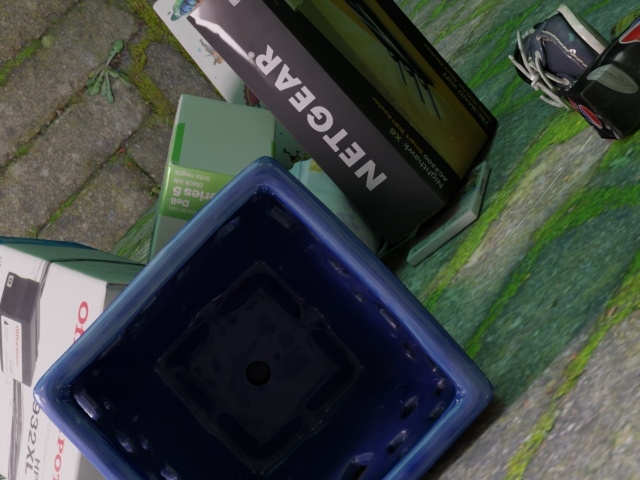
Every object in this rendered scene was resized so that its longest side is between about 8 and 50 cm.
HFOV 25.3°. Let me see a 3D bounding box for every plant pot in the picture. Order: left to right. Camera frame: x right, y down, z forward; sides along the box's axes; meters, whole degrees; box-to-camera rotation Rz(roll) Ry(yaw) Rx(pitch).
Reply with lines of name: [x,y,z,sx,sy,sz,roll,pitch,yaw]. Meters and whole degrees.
plant pot: [-0.044,0.100,1.049,0.236,0.236,0.212,-45,4,-2]

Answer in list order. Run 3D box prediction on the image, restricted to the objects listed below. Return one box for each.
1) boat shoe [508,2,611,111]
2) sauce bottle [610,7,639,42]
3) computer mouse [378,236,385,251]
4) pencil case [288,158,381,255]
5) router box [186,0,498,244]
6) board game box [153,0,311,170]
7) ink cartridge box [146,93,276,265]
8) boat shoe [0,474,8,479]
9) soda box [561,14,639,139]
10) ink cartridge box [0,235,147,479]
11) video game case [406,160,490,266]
boat shoe: [0.232,-0.179,1.390,0.079,0.095,0.254,-42,10,7]
sauce bottle: [0.322,-0.208,1.312,0.042,0.042,0.128,-52,12,-32]
computer mouse: [0.000,0.000,1.626,0.272,0.072,0.188,-39,13,24]
pencil case: [-0.013,0.027,1.397,0.113,0.124,0.273,-42,15,32]
router box: [0.033,-0.174,1.478,0.081,0.309,0.243,-39,8,31]
board game box: [-0.045,-0.189,1.736,0.097,0.303,0.224,-41,-8,13]
ink cartridge box: [-0.130,0.005,1.572,0.198,0.115,0.272,-93,16,-63]
boat shoe: [-0.324,0.295,1.661,0.114,0.091,0.302,-28,1,-27]
soda box: [0.290,-0.164,1.220,0.169,0.060,0.053,-45,12,-2]
ink cartridge box: [-0.241,0.127,1.395,0.307,0.129,0.223,14,95,54]
video game case: [0.129,-0.028,1.424,0.087,0.011,0.122,-39,13,27]
